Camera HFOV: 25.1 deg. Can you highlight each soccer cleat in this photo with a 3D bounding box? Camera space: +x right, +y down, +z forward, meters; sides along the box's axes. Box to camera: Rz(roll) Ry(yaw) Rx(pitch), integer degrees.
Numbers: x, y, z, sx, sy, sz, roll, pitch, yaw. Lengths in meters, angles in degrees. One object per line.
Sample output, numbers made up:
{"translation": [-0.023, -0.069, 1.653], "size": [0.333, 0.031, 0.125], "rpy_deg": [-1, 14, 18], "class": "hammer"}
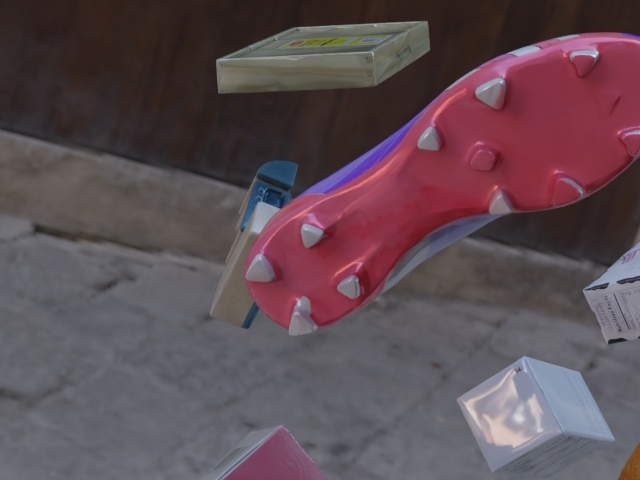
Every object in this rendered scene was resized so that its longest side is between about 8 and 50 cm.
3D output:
{"translation": [0.066, -0.035, 0.735], "size": [0.083, 0.248, 0.095], "rpy_deg": [53, 20, -10], "class": "soccer cleat"}

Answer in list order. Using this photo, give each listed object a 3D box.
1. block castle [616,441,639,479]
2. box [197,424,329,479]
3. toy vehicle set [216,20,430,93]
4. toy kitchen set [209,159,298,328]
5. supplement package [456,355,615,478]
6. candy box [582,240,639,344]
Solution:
{"translation": [0.223, 0.269, 0.727], "size": [0.213, 0.453, 0.303], "rpy_deg": [34, 4, 34], "class": "block castle"}
{"translation": [-0.029, 0.324, 1.519], "size": [0.232, 0.127, 0.148], "rpy_deg": [51, -19, -2], "class": "box"}
{"translation": [0.010, -0.202, 1.557], "size": [0.166, 0.035, 0.267], "rpy_deg": [0, 15, 17], "class": "toy vehicle set"}
{"translation": [0.000, 0.000, 1.471], "size": [0.166, 0.122, 0.207], "rpy_deg": [22, 39, -8], "class": "toy kitchen set"}
{"translation": [0.264, 0.219, 1.747], "size": [0.179, 0.105, 0.105], "rpy_deg": [20, 41, -57], "class": "supplement package"}
{"translation": [0.404, 0.031, 1.518], "size": [0.196, 0.070, 0.165], "rpy_deg": [-17, 12, 45], "class": "candy box"}
